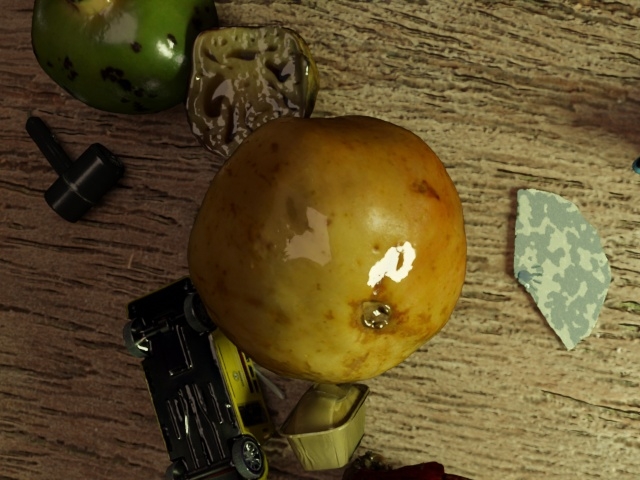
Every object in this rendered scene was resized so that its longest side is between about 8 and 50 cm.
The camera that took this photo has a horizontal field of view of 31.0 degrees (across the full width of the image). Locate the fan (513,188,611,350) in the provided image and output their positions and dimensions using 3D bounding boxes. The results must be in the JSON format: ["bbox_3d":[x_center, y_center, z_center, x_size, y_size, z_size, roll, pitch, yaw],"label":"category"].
[{"bbox_3d":[0.338,0.034,1.630,0.131,0.009,0.240,-18,79,16],"label":"fan"}]

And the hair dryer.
[{"bbox_3d":[-0.420,-0.143,1.882,0.124,0.071,0.219,-45,64,8],"label":"hair dryer"}]

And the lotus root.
[{"bbox_3d":[-0.086,-0.217,1.713,0.188,0.180,0.199,9,94,16],"label":"lotus root"}]

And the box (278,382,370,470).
[{"bbox_3d":[0.009,0.254,1.642,0.111,0.177,0.111,4,105,15],"label":"box"}]

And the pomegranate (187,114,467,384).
[{"bbox_3d":[0.000,0.000,1.585,0.410,0.410,0.410,-2,84,18],"label":"pomegranate"}]

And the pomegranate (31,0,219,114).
[{"bbox_3d":[-0.301,-0.319,1.720,0.291,0.323,0.290,0,93,6],"label":"pomegranate"}]

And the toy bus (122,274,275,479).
[{"bbox_3d":[-0.165,0.224,1.702,0.145,0.151,0.331,-23,78,24],"label":"toy bus"}]

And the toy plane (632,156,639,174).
[{"bbox_3d":[0.551,-0.119,1.524,0.271,0.105,0.254,-10,81,19],"label":"toy plane"}]

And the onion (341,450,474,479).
[{"bbox_3d":[0.131,0.409,1.562,0.281,0.281,0.221,-3,127,18],"label":"onion"}]

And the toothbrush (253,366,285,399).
[{"bbox_3d":[-0.109,0.185,1.763,0.162,0.014,0.017,41,105,20],"label":"toothbrush"}]
